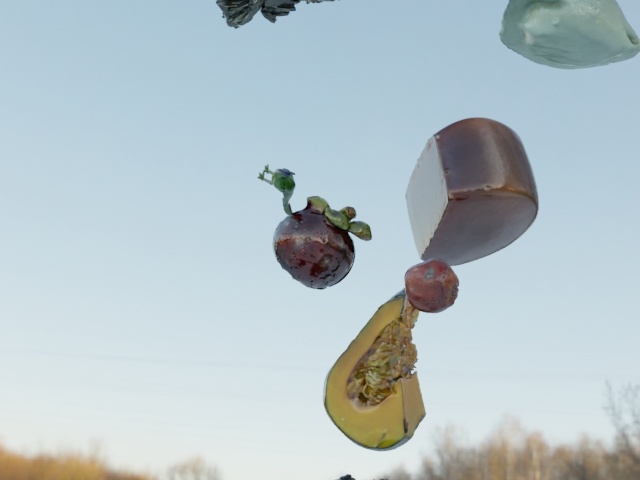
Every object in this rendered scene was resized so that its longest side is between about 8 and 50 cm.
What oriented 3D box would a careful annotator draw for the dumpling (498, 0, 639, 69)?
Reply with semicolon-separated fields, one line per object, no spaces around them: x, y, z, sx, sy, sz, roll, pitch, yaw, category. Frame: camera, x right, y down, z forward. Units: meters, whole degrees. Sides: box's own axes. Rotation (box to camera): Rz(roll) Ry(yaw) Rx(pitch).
0.354;-0.309;1.407;0.219;0.108;0.152;25;-5;-27;dumpling

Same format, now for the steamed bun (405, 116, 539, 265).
0.343;-0.102;2.191;0.248;0.235;0.379;-6;-26;-11;steamed bun

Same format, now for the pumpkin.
0.130;0.236;1.736;0.190;0.280;0.139;43;15;13;pumpkin

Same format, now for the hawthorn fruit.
0.170;0.071;1.546;0.093;0.093;0.093;4;-16;1;hawthorn fruit

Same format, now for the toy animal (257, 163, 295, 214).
-0.084;-0.107;1.934;0.075;0.041;0.217;30;-18;7;toy animal

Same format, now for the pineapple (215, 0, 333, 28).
-0.040;-0.289;1.127;0.159;0.074;0.074;-20;-18;1;pineapple

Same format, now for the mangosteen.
0.000;0.000;1.903;0.166;0.180;0.166;42;3;-3;mangosteen

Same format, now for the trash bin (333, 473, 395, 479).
0.067;0.598;1.606;0.255;0.296;0.368;11;-50;-26;trash bin
